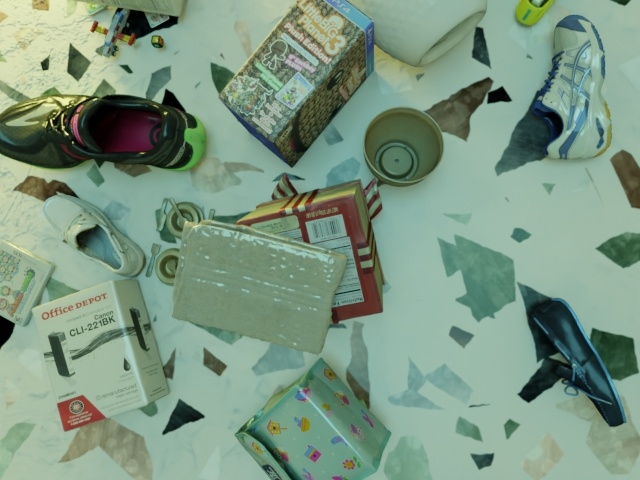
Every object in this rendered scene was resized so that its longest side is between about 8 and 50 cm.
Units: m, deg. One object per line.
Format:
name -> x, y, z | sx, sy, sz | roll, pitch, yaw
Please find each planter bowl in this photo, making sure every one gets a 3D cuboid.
planter bowl -> 0.164, -0.180, 1.077 | 0.161, 0.109, 0.162 | 0, 77, -1

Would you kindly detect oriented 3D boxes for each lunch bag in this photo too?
lunch bag -> -0.032, 0.406, 1.037 | 0.223, 0.160, 0.262 | 48, 112, 4

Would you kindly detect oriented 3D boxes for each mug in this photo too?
mug -> 0.201, -0.554, 1.051 | 0.374, 0.276, 0.328 | -33, 88, -28

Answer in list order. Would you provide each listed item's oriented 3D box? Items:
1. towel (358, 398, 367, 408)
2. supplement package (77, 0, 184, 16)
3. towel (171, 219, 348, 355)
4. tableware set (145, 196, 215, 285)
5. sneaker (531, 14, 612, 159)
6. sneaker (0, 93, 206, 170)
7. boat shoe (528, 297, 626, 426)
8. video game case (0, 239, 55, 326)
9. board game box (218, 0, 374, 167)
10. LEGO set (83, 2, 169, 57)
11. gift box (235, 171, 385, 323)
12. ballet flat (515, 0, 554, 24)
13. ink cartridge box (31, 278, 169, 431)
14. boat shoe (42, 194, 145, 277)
towel -> 0.063, 0.376, 1.101 | 0.083, 0.009, 0.060 | -22, 83, 4
supplement package -> -0.433, -0.649, 1.123 | 0.262, 0.198, 0.200 | 10, 76, 3
towel -> -0.110, 0.077, 0.884 | 0.282, 0.049, 0.187 | 15, 105, 3
tableware set -> -0.320, 0.006, 1.160 | 0.128, 0.039, 0.194 | 13, 87, 7
sneaker -> 0.497, -0.311, 1.054 | 0.130, 0.112, 0.297 | -7, 84, 6
sneaker -> -0.496, -0.251, 1.118 | 0.482, 0.202, 0.185 | 0, 85, 6
boat shoe -> 0.502, 0.244, 1.028 | 0.089, 0.109, 0.258 | -27, 67, 11
video game case -> -0.714, 0.100, 1.208 | 0.143, 0.019, 0.157 | 25, 89, 8
board game box -> -0.035, -0.323, 1.056 | 0.141, 0.232, 0.291 | 40, 91, 7
LEGO set -> -0.460, -0.537, 1.209 | 0.182, 0.060, 0.244 | -26, 80, 4
gift box -> 0.000, 0.000, 1.010 | 0.255, 0.258, 0.277 | -8, 100, 8
ballet flat -> 0.495, -0.560, 1.090 | 0.077, 0.077, 0.231 | 35, 90, 9
ink cartridge box -> -0.472, 0.239, 1.121 | 0.196, 0.114, 0.273 | -19, 83, 5
boat shoe -> -0.519, -0.019, 1.156 | 0.277, 0.096, 0.098 | 33, 90, 8
